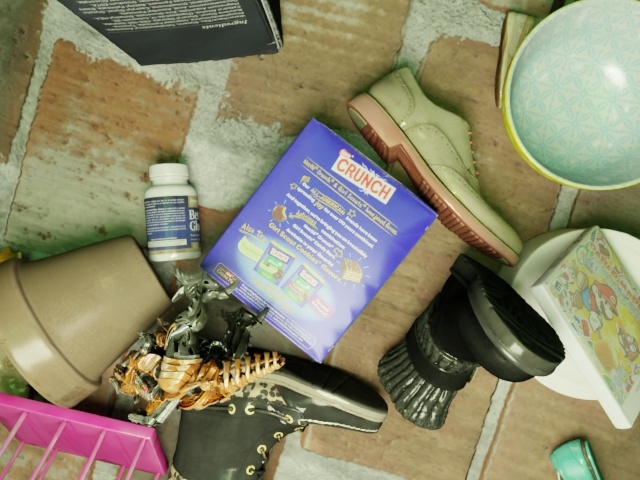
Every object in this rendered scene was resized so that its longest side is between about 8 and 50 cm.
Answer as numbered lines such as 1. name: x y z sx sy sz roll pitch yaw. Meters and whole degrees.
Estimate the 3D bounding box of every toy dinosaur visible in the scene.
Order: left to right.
1. toy dinosaur: -0.180 0.179 0.742 0.322 0.164 0.218 7 53 21

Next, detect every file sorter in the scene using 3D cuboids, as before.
1. file sorter: -0.437 0.403 0.823 0.291 0.202 0.182 12 48 2

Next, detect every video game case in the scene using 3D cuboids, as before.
1. video game case: 0.419 0.115 0.726 0.206 0.026 0.227 -31 88 -36

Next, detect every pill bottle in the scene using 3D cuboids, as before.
1. pill bottle: -0.267 -0.050 0.894 0.094 0.094 0.169 -4 91 4

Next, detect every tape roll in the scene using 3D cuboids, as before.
1. tape roll: 0.448 0.120 0.849 0.286 0.100 0.286 0 90 3

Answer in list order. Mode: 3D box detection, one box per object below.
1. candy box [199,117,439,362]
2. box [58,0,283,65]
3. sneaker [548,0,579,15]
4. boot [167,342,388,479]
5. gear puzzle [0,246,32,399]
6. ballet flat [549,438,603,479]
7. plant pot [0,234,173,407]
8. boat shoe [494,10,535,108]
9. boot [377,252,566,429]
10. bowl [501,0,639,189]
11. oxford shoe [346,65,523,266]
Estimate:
1. candy box: 0.000 0.000 0.864 0.268 0.122 0.317 39 94 3
2. box: -0.237 -0.566 0.693 0.297 0.472 0.480 -5 91 5
3. sneaker: 0.475 -0.415 0.853 0.118 0.083 0.222 20 101 -2
4. boot: -0.092 0.352 0.868 0.377 0.138 0.284 13 91 7
5. gear puzzle: -0.622 0.177 0.948 0.175 0.044 0.339 9 93 -4
6. ballet flat: 0.478 0.468 0.872 0.087 0.083 0.247 -27 89 28
7. plant pot: -0.388 0.109 0.843 0.229 0.263 0.263 -31 89 -16
8. boat shoe: 0.342 -0.314 0.864 0.059 0.063 0.170 8 91 9
9. boot: 0.197 0.178 0.728 0.131 0.348 0.260 34 103 2
10. bowl: 0.427 -0.221 0.812 0.289 0.156 0.289 0 93 3
11. oxford shoe: 0.222 -0.130 0.841 0.146 0.140 0.397 -41 89 -1
